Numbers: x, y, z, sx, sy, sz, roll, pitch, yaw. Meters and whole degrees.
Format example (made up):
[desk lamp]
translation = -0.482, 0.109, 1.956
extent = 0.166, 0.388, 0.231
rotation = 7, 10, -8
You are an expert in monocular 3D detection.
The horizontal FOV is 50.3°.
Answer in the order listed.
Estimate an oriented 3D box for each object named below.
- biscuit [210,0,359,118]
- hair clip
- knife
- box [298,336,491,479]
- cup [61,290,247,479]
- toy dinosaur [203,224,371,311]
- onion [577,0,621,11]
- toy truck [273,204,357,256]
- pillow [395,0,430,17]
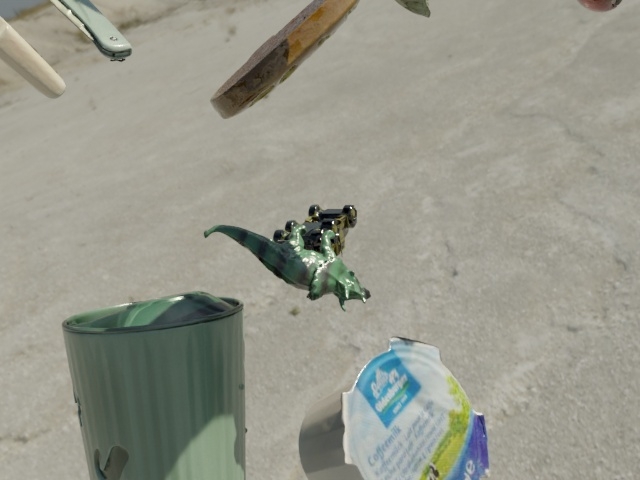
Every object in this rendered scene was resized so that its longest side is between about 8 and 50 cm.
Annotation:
[biscuit]
translation = -0.073, -0.399, 1.443
extent = 0.394, 0.070, 0.350
rotation = -44, 18, -2
[hair clip]
translation = -0.326, -0.215, 0.621
extent = 0.034, 0.226, 0.072
rotation = -49, 1, -8
[knife]
translation = -0.288, -0.271, 0.828
extent = 0.044, 0.023, 0.162
rotation = -22, 59, -42
[box]
translation = 0.107, 0.323, 1.060
extent = 0.262, 0.291, 0.206
rotation = -43, 5, -40
[cup]
translation = -0.288, 0.290, 1.250
extent = 0.310, 0.392, 0.401
rotation = -5, 4, -13
[toy dinosaur]
translation = -0.044, 0.021, 1.135
extent = 0.292, 0.079, 0.120
rotation = 33, 47, 14
[onion]
translation = 0.366, -0.395, 0.947
extent = 0.140, 0.150, 0.150
rotation = 13, 44, 30
[toy truck]
translation = 0.000, -0.005, 1.644
extent = 0.127, 0.127, 0.257
rotation = -3, 22, 26
[pillow]
translation = 0.074, -0.446, 0.885
extent = 0.075, 0.302, 0.185
rotation = -40, 61, -16
